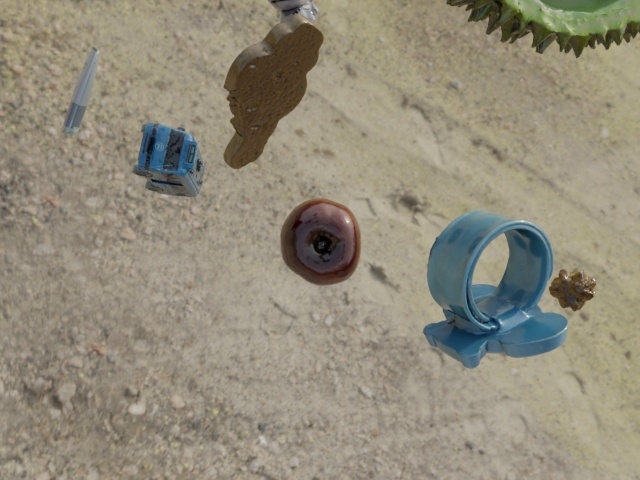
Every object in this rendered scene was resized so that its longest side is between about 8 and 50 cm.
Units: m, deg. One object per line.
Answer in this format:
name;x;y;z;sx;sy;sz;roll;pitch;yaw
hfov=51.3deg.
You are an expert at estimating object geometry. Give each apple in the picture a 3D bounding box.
apple;0.000;-0.002;1.710;0.234;0.234;0.234;13;54;-19

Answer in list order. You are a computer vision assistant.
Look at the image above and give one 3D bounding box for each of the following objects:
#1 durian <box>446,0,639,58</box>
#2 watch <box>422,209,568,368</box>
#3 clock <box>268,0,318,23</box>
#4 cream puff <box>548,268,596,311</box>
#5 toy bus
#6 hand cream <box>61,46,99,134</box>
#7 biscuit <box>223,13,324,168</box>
durian;0.152;-0.271;0.550;0.355;0.169;0.157;33;24;-20
watch;0.243;0.061;0.972;0.211;0.211;0.193;-28;116;-37
clock;-0.061;-0.474;1.338;0.080;0.176;0.117;-9;60;20
cream puff;0.679;0.134;1.793;0.094;0.122;0.116;-27;107;-70
toy bus;-0.340;-0.178;1.529;0.134;0.246;0.113;10;80;-2
hand cream;-0.674;-0.424;1.889;0.048;0.255;0.079;12;17;-37
biscuit;-0.106;-0.271;1.242;0.183;0.319;0.047;-13;49;-39
